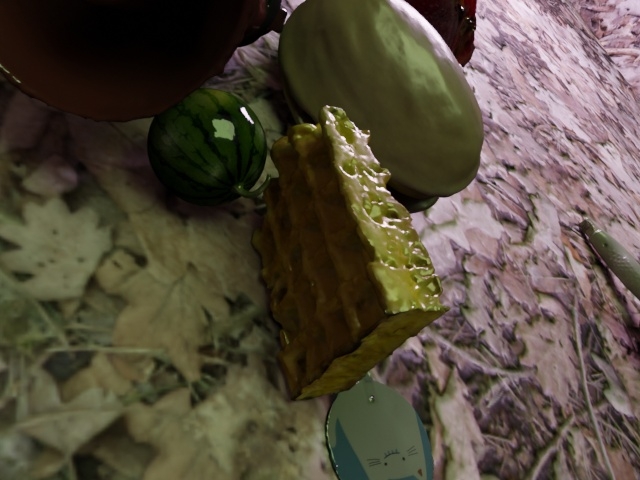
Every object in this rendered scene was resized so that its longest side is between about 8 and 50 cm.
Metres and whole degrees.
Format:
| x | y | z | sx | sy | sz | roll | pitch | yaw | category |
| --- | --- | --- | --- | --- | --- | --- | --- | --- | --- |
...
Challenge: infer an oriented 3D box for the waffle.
| x | y | z | sx | sy | sz | roll | pitch | yaw | category |
| --- | --- | --- | --- | --- | --- | --- | --- | --- | --- |
| 0.000 | 0.000 | 0.421 | 0.055 | 0.160 | 0.210 | 0 | 55 | -30 | waffle |

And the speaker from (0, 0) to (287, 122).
| x | y | z | sx | sy | sz | roll | pitch | yaw | category |
| --- | --- | --- | --- | --- | --- | --- | --- | --- | --- |
| -0.164 | -0.212 | 0.450 | 0.329 | 0.259 | 0.198 | -93 | 176 | -72 | speaker |

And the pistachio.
| x | y | z | sx | sy | sz | roll | pitch | yaw | category |
| --- | --- | --- | --- | --- | --- | --- | --- | --- | --- |
| 0.065 | -0.166 | 0.610 | 0.197 | 0.166 | 0.288 | -29 | 84 | -25 | pistachio |

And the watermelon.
| x | y | z | sx | sy | sz | roll | pitch | yaw | category |
| --- | --- | --- | --- | --- | --- | --- | --- | --- | --- |
| -0.092 | -0.073 | 0.444 | 0.109 | 0.109 | 0.108 | 23 | 46 | -26 | watermelon |

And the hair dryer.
| x | y | z | sx | sy | sz | roll | pitch | yaw | category |
| --- | --- | --- | --- | --- | --- | --- | --- | --- | --- |
| 0.603 | 0.114 | 0.923 | 0.296 | 0.119 | 0.298 | 33 | 29 | -26 | hair dryer |

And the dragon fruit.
| x | y | z | sx | sy | sz | roll | pitch | yaw | category |
| --- | --- | --- | --- | --- | --- | --- | --- | --- | --- |
| 0.129 | -0.329 | 0.776 | 0.147 | 0.211 | 0.282 | -51 | 123 | -43 | dragon fruit |

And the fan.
| x | y | z | sx | sy | sz | roll | pitch | yaw | category |
| --- | --- | --- | --- | --- | --- | --- | --- | --- | --- |
| 0.046 | 0.145 | 0.459 | 0.113 | 0.005 | 0.175 | 9 | 55 | -36 | fan |
